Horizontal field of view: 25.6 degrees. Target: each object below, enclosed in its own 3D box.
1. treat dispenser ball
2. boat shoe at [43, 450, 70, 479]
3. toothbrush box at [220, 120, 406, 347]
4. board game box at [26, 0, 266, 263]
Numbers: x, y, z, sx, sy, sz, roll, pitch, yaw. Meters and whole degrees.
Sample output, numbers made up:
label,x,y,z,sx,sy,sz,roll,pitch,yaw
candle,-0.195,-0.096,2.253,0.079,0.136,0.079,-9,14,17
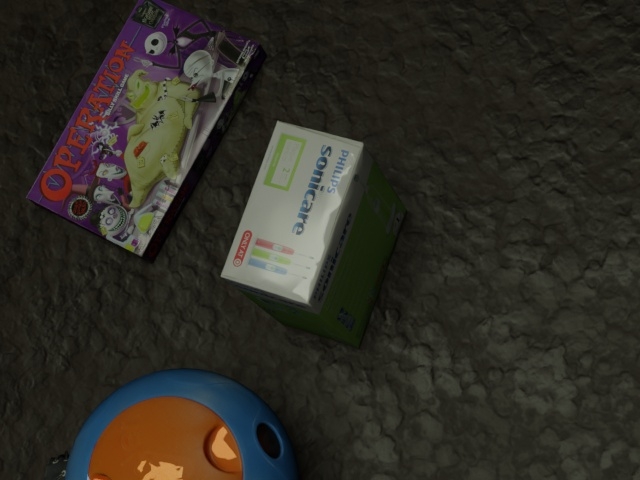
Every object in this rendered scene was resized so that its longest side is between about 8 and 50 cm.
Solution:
label,x,y,z,sx,sy,sz,roll,pitch,yaw
treat dispenser ball,-0.169,0.302,1.739,0.288,0.288,0.288,-3,74,12
boat shoe,-0.345,0.325,1.892,0.228,0.080,0.076,-42,71,8
toothbrush box,0.000,0.000,1.785,0.122,0.283,0.206,17,80,17
board game box,-0.248,-0.164,2.016,0.208,0.056,0.347,25,82,23
